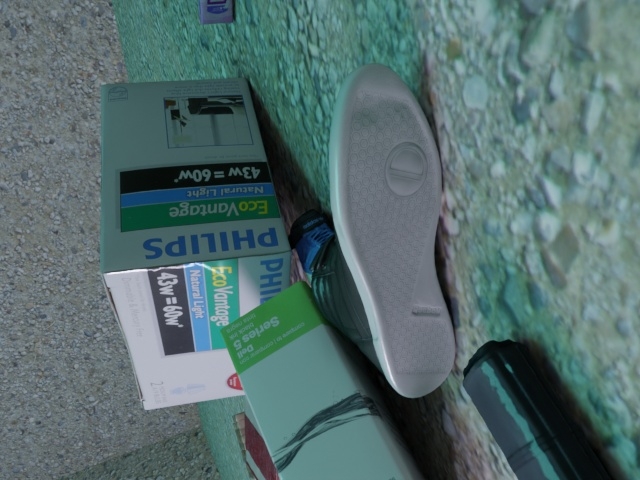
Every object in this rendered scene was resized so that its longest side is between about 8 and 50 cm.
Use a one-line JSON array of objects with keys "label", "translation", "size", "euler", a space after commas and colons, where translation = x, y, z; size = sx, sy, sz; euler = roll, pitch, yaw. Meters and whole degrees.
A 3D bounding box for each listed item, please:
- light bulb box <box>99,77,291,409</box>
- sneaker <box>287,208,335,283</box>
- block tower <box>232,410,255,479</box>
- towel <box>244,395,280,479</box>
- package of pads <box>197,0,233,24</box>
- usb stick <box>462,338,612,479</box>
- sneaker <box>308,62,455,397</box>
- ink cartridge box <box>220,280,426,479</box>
[{"label": "light bulb box", "translation": [-0.192, 0.005, 0.922], "size": [0.358, 0.225, 0.361], "euler": [97, 162, -48]}, {"label": "sneaker", "translation": [-0.001, 0.000, 0.728], "size": [0.085, 0.058, 0.152], "euler": [63, 166, 5]}, {"label": "block tower", "translation": [-0.114, 0.562, 1.420], "size": [0.091, 0.097, 0.336], "euler": [128, 125, -66]}, {"label": "towel", "translation": [-0.110, 0.342, 1.220], "size": [0.237, 0.037, 0.329], "euler": [-165, 74, -68]}, {"label": "package of pads", "translation": [-0.154, -0.357, 0.879], "size": [0.083, 0.050, 0.032], "euler": [99, 154, -50]}, {"label": "usb stick", "translation": [0.182, 0.195, 0.403], "size": [0.077, 0.045, 0.278], "euler": [105, 144, -54]}, {"label": "sneaker", "translation": [0.035, -0.010, 0.552], "size": [0.147, 0.104, 0.296], "euler": [27, 135, 57]}, {"label": "ink cartridge box", "translation": [0.020, 0.210, 0.657], "size": [0.273, 0.114, 0.198], "euler": [61, -178, 33]}]
